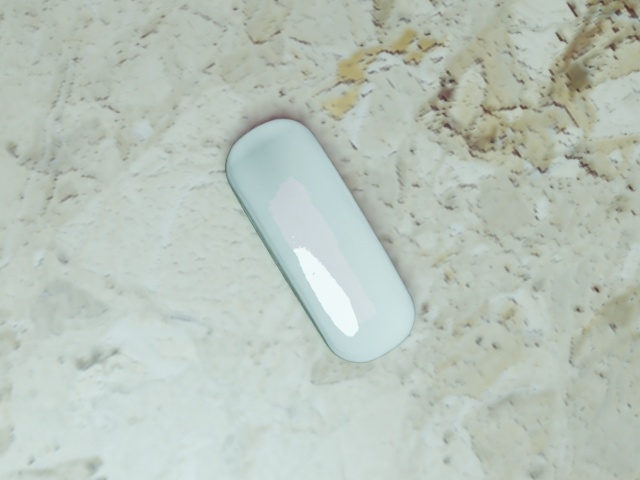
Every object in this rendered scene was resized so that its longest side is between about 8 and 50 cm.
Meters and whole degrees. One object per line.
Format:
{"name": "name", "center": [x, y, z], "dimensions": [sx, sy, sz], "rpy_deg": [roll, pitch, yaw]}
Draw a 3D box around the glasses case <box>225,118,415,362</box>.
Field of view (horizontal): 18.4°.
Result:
{"name": "glasses case", "center": [0.000, 0.000, 1.240], "dimensions": [0.063, 0.041, 0.164], "rpy_deg": [-32, 89, -9]}
